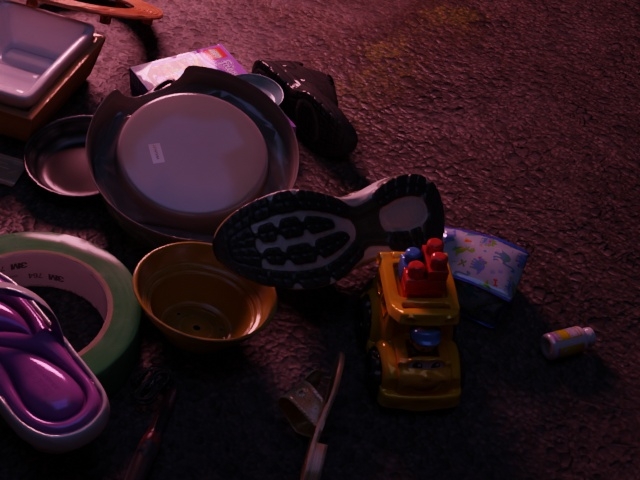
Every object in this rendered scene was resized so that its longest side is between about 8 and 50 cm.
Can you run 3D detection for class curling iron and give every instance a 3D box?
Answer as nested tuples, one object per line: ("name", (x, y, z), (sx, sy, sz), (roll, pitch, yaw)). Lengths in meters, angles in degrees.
("curling iron", (-0.247, 0.281, 1.419), (0.068, 0.035, 0.274), (5, 43, 1))

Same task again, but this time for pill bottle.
("pill bottle", (0.393, 0.161, 1.652), (0.083, 0.043, 0.043), (-10, 47, -20))

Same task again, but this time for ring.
("ring", (-0.482, -0.479, 2.086), (0.337, 0.032, 0.336), (13, 17, -4))

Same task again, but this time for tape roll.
("tape roll", (-0.423, 0.122, 1.523), (0.321, 0.077, 0.321), (5, 44, -4))

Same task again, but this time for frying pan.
("frying pan", (-0.398, -0.188, 1.850), (0.197, 0.053, 0.326), (13, 49, 5))

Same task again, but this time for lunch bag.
("lunch bag", (0.245, 0.052, 1.702), (0.151, 0.096, 0.129), (27, 45, 4))

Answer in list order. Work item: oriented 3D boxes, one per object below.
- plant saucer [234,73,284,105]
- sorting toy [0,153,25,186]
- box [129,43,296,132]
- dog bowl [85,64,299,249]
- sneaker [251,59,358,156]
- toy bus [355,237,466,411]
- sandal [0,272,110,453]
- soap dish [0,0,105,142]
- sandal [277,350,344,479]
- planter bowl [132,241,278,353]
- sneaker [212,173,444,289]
("plant saucer", (-0.128, -0.267, 1.936), (0.119, 0.021, 0.119), (6, 43, -5))
("sorting toy", (-0.556, -0.124, 1.802), (0.083, 0.012, 0.062), (16, 48, 2))
("box", (-0.206, -0.250, 1.964), (0.201, 0.057, 0.293), (-20, 51, -26))
("dog bowl", (-0.215, -0.127, 1.746), (0.349, 0.102, 0.348), (6, 59, -9))
("sneaker", (-0.010, -0.268, 1.989), (0.130, 0.109, 0.286), (-19, 52, -35))
("toy bus", (0.147, 0.110, 1.541), (0.150, 0.211, 0.220), (2, 45, -10))
("sandal", (-0.432, 0.117, 1.397), (0.416, 0.102, 0.169), (33, 48, 23))
("soap dish", (-0.562, -0.312, 1.922), (0.229, 0.118, 0.291), (17, 44, 8))
("sandal", (-0.024, 0.241, 1.461), (0.079, 0.088, 0.240), (15, 48, -3))
("planter bowl", (-0.179, 0.104, 1.566), (0.217, 0.090, 0.217), (11, 38, -9))
("sneaker", (0.000, 0.000, 1.669), (0.410, 0.182, 0.158), (-9, 84, -33))
